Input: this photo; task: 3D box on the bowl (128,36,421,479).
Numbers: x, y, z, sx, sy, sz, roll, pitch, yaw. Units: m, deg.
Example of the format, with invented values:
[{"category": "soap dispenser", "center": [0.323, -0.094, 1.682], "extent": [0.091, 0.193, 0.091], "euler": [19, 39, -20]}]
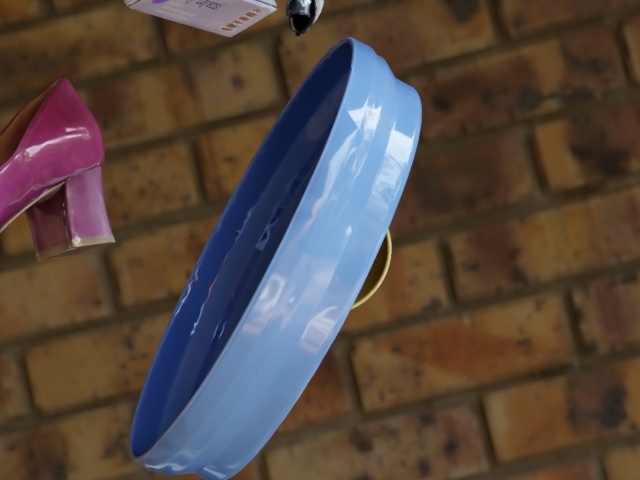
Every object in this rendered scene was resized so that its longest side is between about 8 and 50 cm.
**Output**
[{"category": "bowl", "center": [-0.036, 0.021, 1.499], "extent": [0.077, 0.391, 0.391], "euler": [27, -21, -10]}]

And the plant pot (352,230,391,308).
[{"category": "plant pot", "center": [0.000, 0.000, 1.851], "extent": [0.134, 0.134, 0.095], "euler": [-13, 13, -2]}]

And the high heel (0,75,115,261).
[{"category": "high heel", "center": [-0.342, -0.067, 1.698], "extent": [0.127, 0.181, 0.377], "euler": [-18, -7, 28]}]

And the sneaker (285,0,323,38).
[{"category": "sneaker", "center": [-0.012, -0.238, 1.733], "extent": [0.038, 0.069, 0.098], "euler": [9, -54, 6]}]

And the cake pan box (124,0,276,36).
[{"category": "cake pan box", "center": [-0.161, -0.323, 1.728], "extent": [0.070, 0.245, 0.267], "euler": [-32, -8, 16]}]
